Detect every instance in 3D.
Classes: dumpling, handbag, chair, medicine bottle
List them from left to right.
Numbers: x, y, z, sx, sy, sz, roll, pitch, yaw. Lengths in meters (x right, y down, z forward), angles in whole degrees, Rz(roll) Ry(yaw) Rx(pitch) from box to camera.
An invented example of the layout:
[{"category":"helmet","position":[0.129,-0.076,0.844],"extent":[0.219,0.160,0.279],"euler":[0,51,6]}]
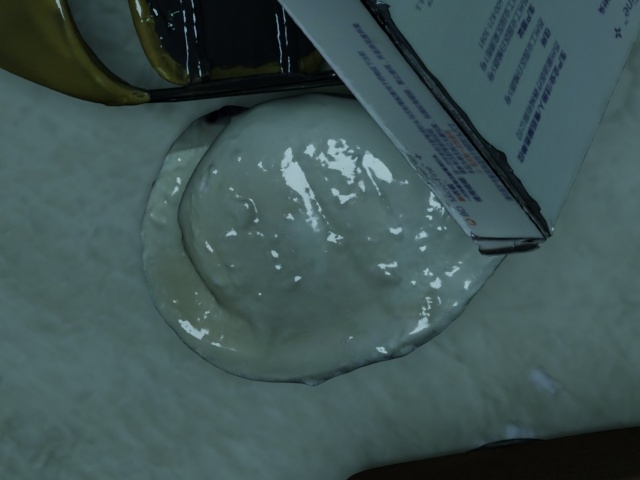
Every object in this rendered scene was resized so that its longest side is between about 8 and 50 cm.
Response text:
[{"category":"chair","position":[-0.050,-0.146,0.782],"extent":[0.247,0.172,0.158],"euler":[0,99,45]},{"category":"dumpling","position":[-0.001,0.000,0.822],"extent":[0.176,0.092,0.150],"euler":[13,99,-3]},{"category":"medicine bottle","position":[0.079,-0.122,0.702],"extent":[0.171,0.052,0.201],"euler":[47,57,-35]},{"category":"handbag","position":[0.104,0.142,0.808],"extent":[0.193,0.151,0.072],"euler":[-11,93,5]}]
